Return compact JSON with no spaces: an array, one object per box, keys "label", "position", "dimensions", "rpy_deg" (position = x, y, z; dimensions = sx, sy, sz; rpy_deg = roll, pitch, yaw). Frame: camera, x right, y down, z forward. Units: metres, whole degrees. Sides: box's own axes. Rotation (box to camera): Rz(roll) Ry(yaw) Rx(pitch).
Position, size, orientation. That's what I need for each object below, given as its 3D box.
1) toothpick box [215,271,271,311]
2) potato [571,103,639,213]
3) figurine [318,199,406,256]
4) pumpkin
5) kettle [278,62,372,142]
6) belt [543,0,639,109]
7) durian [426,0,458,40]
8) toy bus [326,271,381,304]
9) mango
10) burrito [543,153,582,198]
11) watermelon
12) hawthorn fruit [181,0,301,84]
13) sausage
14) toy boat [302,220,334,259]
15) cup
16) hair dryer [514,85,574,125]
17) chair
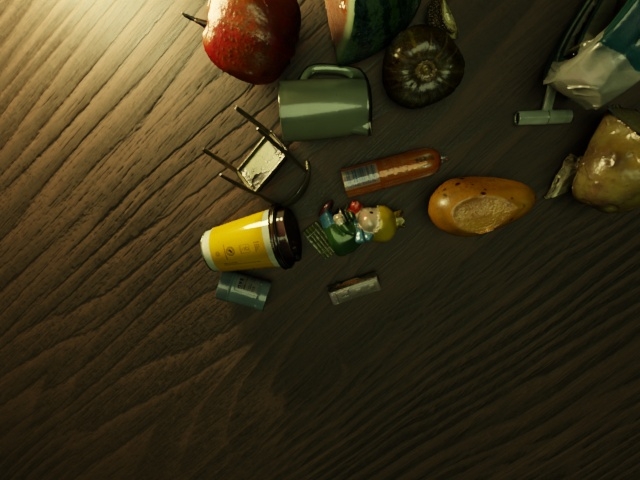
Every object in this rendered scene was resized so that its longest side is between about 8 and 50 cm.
[{"label":"toothpick box","position":[-0.241,0.157,1.304],"dimensions":[0.153,0.101,0.101],"rpy_deg":[16,103,-3]},{"label":"potato","position":[0.829,-0.195,1.130],"dimensions":[0.288,0.301,0.237],"rpy_deg":[1,137,-22]},{"label":"figurine","position":[0.125,-0.066,1.240],"dimensions":[0.234,0.127,0.185],"rpy_deg":[-25,85,17]},{"label":"pumpkin","position":[0.268,-0.472,1.123],"dimensions":[0.219,0.162,0.219],"rpy_deg":[4,128,5]},{"label":"kettle","position":[0.013,-0.392,1.150],"dimensions":[0.255,0.165,0.240],"rpy_deg":[-5,74,2]},{"label":"belt","position":[0.747,-0.545,1.007],"dimensions":[0.173,0.300,0.437],"rpy_deg":[27,98,-4]},{"label":"durian","position":[0.322,-0.602,1.118],"dimensions":[0.071,0.110,0.140],"rpy_deg":[-14,101,30]},{"label":"toy bus","position":[0.105,0.151,1.306],"dimensions":[0.172,0.072,0.057],"rpy_deg":[-19,106,7]},{"label":"mango","position":[0.453,-0.105,1.174],"dimensions":[0.290,0.191,0.160],"rpy_deg":[-7,109,8]},{"label":"burrito","position":[0.723,-0.185,1.223],"dimensions":[0.055,0.041,0.149],"rpy_deg":[23,106,11]},{"label":"watermelon","position":[0.084,-0.626,1.059],"dimensions":[0.292,0.283,0.250],"rpy_deg":[19,78,22]},{"label":"hawthorn fruit","position":[-0.207,-0.546,1.063],"dimensions":[0.300,0.254,0.254],"rpy_deg":[11,103,-13]},{"label":"sausage","position":[0.219,-0.206,1.211],"dimensions":[0.312,0.093,0.093],"rpy_deg":[-15,102,5]},{"label":"toy boat","position":[0.000,0.000,1.303],"dimensions":[0.063,0.016,0.115],"rpy_deg":[-39,98,9]},{"label":"cup","position":[-0.200,0.006,1.234],"dimensions":[0.279,0.196,0.196],"rpy_deg":[-11,102,14]},{"label":"hair dryer","position":[0.639,-0.424,1.177],"dimensions":[0.154,0.044,0.183],"rpy_deg":[-3,98,1]},{"label":"chair","position":[-0.171,-0.224,1.194],"dimensions":[0.188,0.166,0.272],"rpy_deg":[-48,140,10]}]
